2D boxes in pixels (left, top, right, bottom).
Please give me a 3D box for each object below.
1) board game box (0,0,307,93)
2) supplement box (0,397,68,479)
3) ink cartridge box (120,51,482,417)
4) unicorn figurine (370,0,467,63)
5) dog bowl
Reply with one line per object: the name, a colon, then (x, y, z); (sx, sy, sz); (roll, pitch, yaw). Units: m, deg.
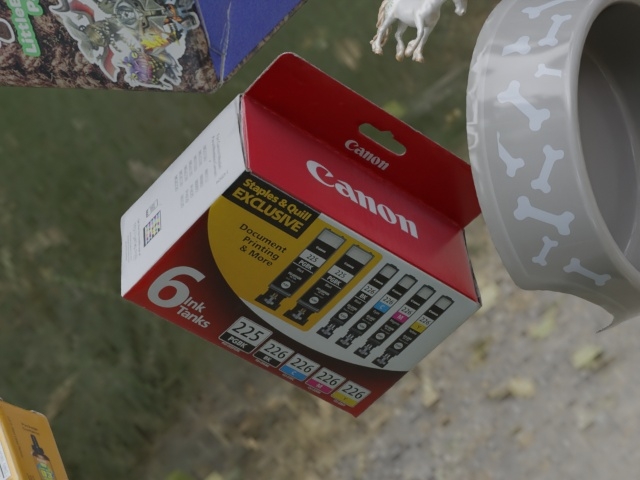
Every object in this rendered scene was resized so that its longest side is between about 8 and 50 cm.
board game box: (-0.130, -0.191, 0.879); (0.291, 0.141, 0.232); (4, 36, 31)
supplement box: (-0.281, 0.262, 1.712); (0.080, 0.078, 0.233); (-40, 49, 18)
ink cartridge box: (0.000, 0.000, 1.822); (0.272, 0.309, 0.130); (-45, 32, 28)
unicorn figurine: (0.126, -0.281, 2.282); (0.162, 0.060, 0.111); (15, 87, 37)
dog bowl: (0.279, -0.087, 1.744); (0.102, 0.349, 0.349); (-10, 38, 38)
